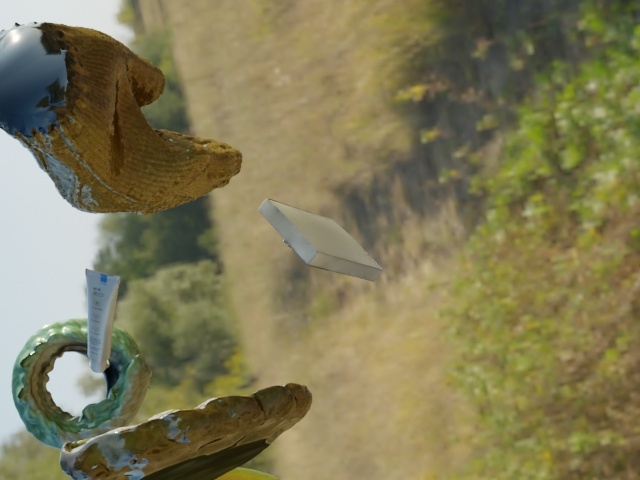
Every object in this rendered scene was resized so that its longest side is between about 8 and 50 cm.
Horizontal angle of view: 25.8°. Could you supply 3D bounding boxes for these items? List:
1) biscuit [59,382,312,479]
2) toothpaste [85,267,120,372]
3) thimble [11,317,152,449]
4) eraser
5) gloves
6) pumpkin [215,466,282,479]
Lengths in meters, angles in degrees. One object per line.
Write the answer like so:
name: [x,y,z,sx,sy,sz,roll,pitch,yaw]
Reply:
biscuit: [-0.176,0.242,1.592,0.335,0.329,0.078,-4,-112,-50]
toothpaste: [-0.297,0.109,1.884,0.031,0.048,0.190,-73,-5,-47]
thimble: [-0.375,0.224,2.205,0.150,0.219,0.219,158,99,-82]
eraser: [0.000,0.000,1.663,0.104,0.023,0.150,47,-164,31]
gloves: [-0.231,-0.122,1.528,0.356,0.155,0.203,22,-141,-55]
pumpkin: [-0.143,0.482,2.027,0.199,0.332,0.332,81,175,-50]
